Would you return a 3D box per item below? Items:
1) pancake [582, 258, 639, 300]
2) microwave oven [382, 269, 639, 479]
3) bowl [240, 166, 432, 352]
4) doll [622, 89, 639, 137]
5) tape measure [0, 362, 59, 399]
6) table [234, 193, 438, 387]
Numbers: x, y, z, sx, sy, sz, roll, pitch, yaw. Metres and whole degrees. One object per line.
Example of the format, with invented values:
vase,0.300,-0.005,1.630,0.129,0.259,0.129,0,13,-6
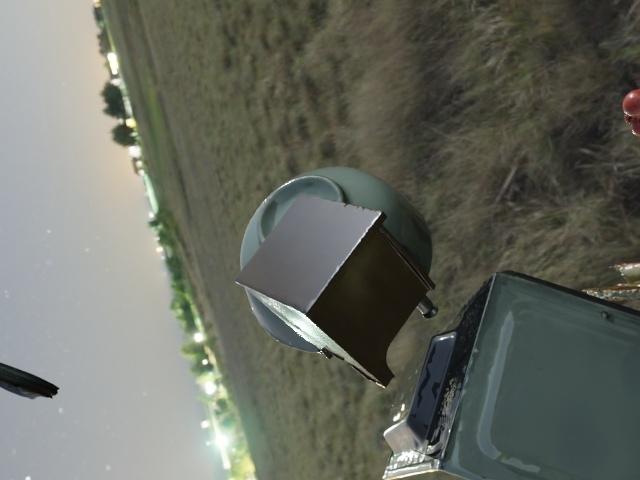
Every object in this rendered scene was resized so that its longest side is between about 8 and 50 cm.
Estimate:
pancake,0.537,0.055,1.075,0.212,0.257,0.056,-6,-93,-66
microwave oven,0.238,0.194,0.763,0.355,0.286,0.218,96,-165,-69
bowl,0.000,0.000,0.978,0.146,0.289,0.289,55,-172,-51
doll,0.787,-0.250,1.498,0.161,0.290,0.129,98,-171,-58
tape measure,-0.396,0.065,0.717,0.215,0.351,0.098,-37,29,34
table,0.014,0.029,0.416,0.082,0.070,0.083,46,163,-32
